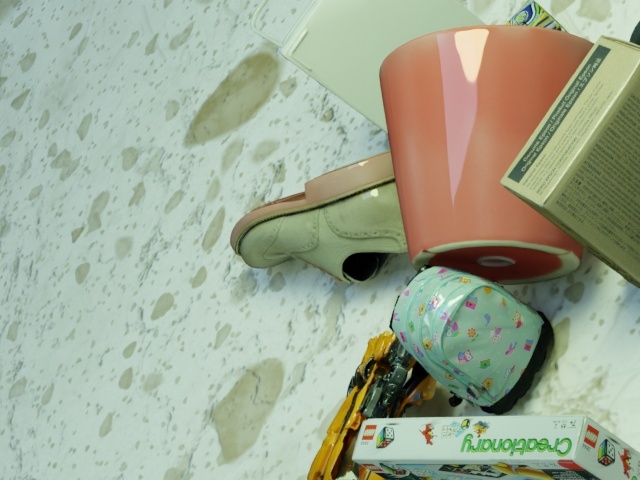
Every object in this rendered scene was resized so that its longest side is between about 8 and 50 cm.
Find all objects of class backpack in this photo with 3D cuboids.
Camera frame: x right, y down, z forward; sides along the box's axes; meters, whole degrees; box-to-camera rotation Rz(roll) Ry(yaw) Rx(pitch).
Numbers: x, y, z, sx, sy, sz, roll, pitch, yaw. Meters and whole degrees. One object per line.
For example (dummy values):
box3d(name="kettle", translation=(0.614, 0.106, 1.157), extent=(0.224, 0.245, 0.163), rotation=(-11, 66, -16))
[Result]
box3d(name="backpack", translation=(0.170, 0.101, 1.843), extent=(0.115, 0.182, 0.152), rotation=(10, 70, 54))

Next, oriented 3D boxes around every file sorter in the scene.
box3d(name="file sorter", translation=(0.072, -0.271, 2.189), extent=(0.193, 0.277, 0.173), rotation=(-55, 32, 2))

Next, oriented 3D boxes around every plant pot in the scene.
box3d(name="plant pot", translation=(0.202, -0.087, 1.899), extent=(0.275, 0.275, 0.243), rotation=(-14, 69, 45))

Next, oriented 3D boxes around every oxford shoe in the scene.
box3d(name="oxford shoe", translation=(0.000, 0.000, 2.182), extent=(0.397, 0.140, 0.147), rotation=(-26, 86, 61))

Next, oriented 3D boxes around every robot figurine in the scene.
box3d(name="robot figurine", translation=(0.055, 0.232, 1.932), extent=(0.291, 0.085, 0.211), rotation=(-65, 7, -13))

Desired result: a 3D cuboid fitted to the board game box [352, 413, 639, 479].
box3d(name="board game box", translation=(0.204, 0.240, 1.677), extent=(0.305, 0.193, 0.053), rotation=(-8, 56, 48))

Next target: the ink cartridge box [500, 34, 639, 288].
box3d(name="ink cartridge box", translation=(0.333, -0.073, 1.737), extent=(0.193, 0.234, 0.088), rotation=(-55, 35, 0))

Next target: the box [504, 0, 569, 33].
box3d(name="box", translation=(0.242, -0.229, 2.135), extent=(0.169, 0.059, 0.054), rotation=(-48, 33, 12))

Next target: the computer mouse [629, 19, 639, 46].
box3d(name="computer mouse", translation=(0.427, -0.306, 1.920), extent=(0.041, 0.071, 0.242), rotation=(40, 114, 22))
